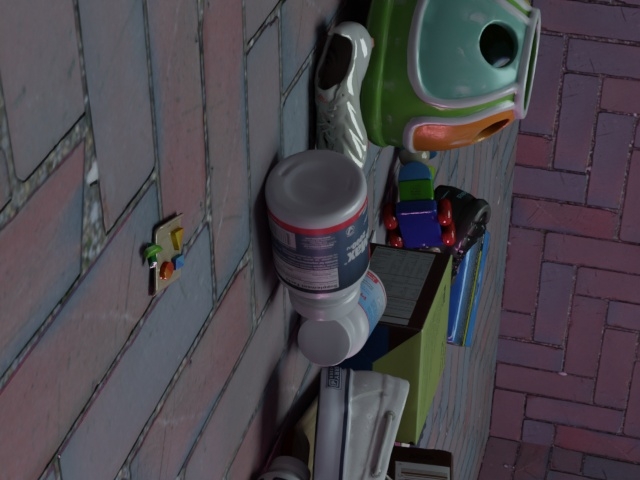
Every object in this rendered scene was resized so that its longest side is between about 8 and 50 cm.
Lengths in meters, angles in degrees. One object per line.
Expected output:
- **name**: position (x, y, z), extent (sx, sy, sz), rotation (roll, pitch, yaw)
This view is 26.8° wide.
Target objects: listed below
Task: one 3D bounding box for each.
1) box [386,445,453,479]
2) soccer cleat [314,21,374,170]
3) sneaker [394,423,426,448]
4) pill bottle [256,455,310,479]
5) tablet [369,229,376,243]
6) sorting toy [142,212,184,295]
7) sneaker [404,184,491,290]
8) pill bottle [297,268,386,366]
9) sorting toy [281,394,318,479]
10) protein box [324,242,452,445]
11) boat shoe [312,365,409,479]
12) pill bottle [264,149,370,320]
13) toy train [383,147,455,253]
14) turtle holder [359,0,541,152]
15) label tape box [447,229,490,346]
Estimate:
- **box**: position (0.087, 0.406, 1.858), extent (0.168, 0.167, 0.203), rotation (-86, -177, -45)
- **soccer cleat**: position (0.019, -0.152, 1.539), extent (0.076, 0.068, 0.196), rotation (-16, 114, -59)
- **sneaker**: position (0.066, 0.358, 2.020), extent (0.112, 0.121, 0.299), rotation (0, 101, -47)
- **pill bottle**: position (-0.051, 0.306, 1.530), extent (0.120, 0.067, 0.067), rotation (-67, 161, -47)
- **tablet**: position (0.077, 0.030, 2.027), extent (0.083, 0.006, 0.054), rotation (85, 20, -46)
- **sorting toy**: position (-0.129, 0.015, 1.112), extent (0.083, 0.012, 0.062), rotation (-43, 141, -70)
- **sneaker**: position (0.189, 0.029, 2.309), extent (0.267, 0.106, 0.101), rotation (-60, 158, 8)
- **pill bottle**: position (0.025, 0.095, 1.664), extent (0.160, 0.087, 0.087), rotation (-51, 148, -66)
- **sorting toy**: position (-0.025, 0.346, 1.749), extent (0.229, 0.041, 0.307), rotation (-54, 151, -72)
- **protein box**: position (0.096, 0.141, 1.894), extent (0.201, 0.136, 0.199), rotation (-61, 156, -55)
- **boat shoe**: position (0.066, 0.321, 1.608), extent (0.136, 0.157, 0.367), rotation (-87, -179, -71)
- **pill bottle**: position (0.000, 0.000, 1.449), extent (0.180, 0.108, 0.108), rotation (85, 19, -48)
- **toy train**: position (0.163, -0.056, 2.161), extent (0.248, 0.105, 0.143), rotation (66, 22, -67)
- **turtle holder**: position (0.159, -0.261, 1.683), extent (0.243, 0.228, 0.320), rotation (77, 26, -57)
- **label tape box**: position (0.236, 0.072, 2.519), extent (0.334, 0.106, 0.240), rotation (32, 69, -77)
